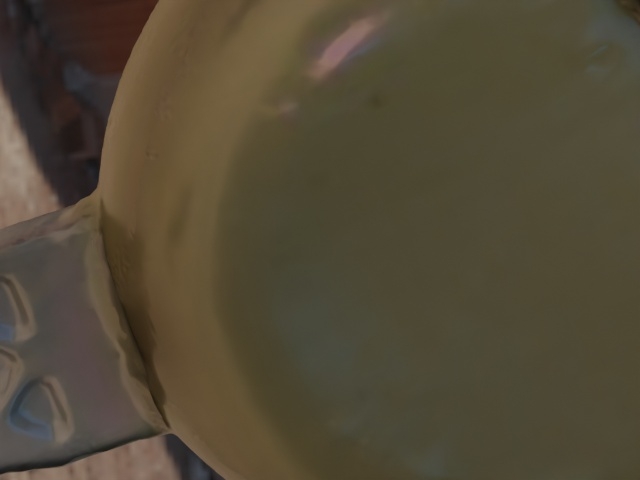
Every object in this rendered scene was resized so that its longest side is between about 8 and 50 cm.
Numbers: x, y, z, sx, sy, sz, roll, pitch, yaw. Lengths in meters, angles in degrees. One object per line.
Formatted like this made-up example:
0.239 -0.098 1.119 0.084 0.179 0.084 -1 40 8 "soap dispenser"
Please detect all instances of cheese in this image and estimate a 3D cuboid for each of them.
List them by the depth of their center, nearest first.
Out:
0.005 0.018 0.368 0.163 0.249 0.071 51 6 -22 "cheese"
